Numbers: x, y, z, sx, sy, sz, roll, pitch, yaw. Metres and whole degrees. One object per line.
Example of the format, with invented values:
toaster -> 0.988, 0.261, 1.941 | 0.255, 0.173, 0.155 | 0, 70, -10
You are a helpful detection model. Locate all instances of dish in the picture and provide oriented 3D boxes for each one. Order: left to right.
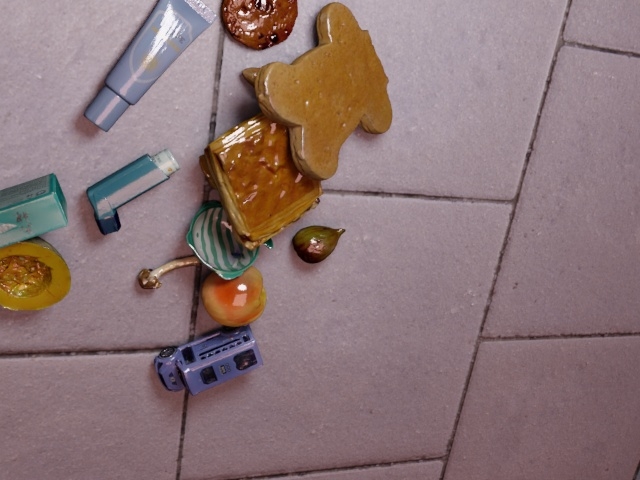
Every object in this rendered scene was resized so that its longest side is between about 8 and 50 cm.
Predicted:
dish -> -0.254, 0.008, 1.868 | 0.246, 0.224, 0.078 | -4, 158, -33

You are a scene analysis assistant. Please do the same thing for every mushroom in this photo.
mushroom -> -0.401, 0.082, 1.884 | 0.187, 0.061, 0.060 | -22, 114, -16

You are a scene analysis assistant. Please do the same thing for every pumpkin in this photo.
pumpkin -> -0.728, 0.061, 1.716 | 0.217, 0.110, 0.217 | -10, 132, -11

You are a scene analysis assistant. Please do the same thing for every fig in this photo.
fig -> 0.000, 0.000, 1.977 | 0.154, 0.103, 0.109 | -31, 143, 3

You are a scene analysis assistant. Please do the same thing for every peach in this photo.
peach -> -0.238, 0.150, 1.913 | 0.184, 0.184, 0.184 | -8, 116, -18

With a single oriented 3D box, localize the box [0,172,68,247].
box -> -0.726, -0.059, 1.632 | 0.244, 0.153, 0.092 | -19, 118, -11

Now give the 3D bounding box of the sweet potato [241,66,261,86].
sweet potato -> -0.051, -0.352, 1.804 | 0.114, 0.092, 0.341 | -39, 122, 18

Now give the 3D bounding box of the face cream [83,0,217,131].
face cream -> -0.411, -0.424, 1.637 | 0.135, 0.086, 0.385 | 39, 90, -31

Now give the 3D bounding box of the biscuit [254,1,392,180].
biscuit -> 0.022, -0.361, 1.758 | 0.394, 0.076, 0.368 | -52, 127, -28

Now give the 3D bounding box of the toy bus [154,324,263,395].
toy bus -> -0.318, 0.348, 1.989 | 0.292, 0.133, 0.126 | -21, 119, -12

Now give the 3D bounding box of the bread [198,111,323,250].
bread -> -0.158, -0.176, 1.796 | 0.277, 0.167, 0.325 | -34, 127, -19

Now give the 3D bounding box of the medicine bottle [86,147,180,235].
medicine bottle -> -0.469, -0.129, 1.746 | 0.258, 0.079, 0.124 | -34, 117, -5

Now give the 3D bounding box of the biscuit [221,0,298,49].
biscuit -> -0.146, -0.558, 1.699 | 0.192, 0.049, 0.192 | -9, 120, -16
